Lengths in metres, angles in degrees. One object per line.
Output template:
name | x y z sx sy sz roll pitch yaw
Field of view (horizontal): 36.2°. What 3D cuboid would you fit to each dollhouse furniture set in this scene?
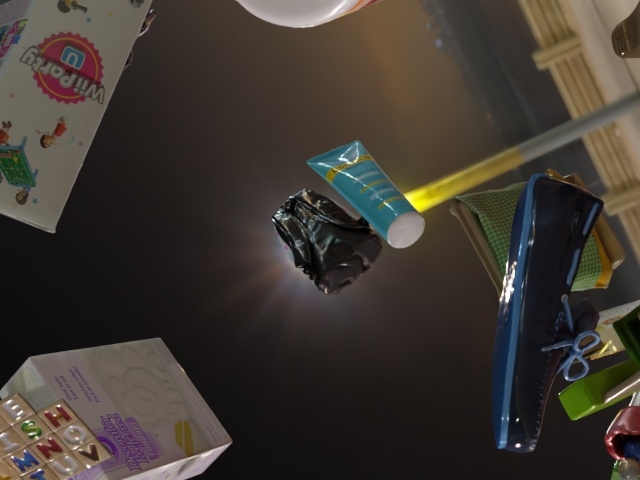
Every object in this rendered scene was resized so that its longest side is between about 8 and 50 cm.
dollhouse furniture set | 0.320 0.025 1.138 0.197 0.151 0.301 -13 -113 -34

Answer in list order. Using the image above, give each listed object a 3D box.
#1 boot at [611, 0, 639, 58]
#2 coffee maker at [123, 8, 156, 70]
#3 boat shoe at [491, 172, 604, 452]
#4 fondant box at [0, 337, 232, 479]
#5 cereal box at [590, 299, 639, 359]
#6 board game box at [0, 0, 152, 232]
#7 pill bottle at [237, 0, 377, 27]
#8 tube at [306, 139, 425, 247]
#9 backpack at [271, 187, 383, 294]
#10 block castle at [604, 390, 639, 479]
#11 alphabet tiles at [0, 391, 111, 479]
boot | 0.414 -0.227 0.943 0.248 0.207 0.090 -105 2 -83
coffee maker | -0.383 -0.392 1.706 0.171 0.120 0.178 44 -159 -23
boat shoe | 0.208 0.062 0.871 0.109 0.089 0.258 90 -168 -76
fondant box | -0.323 0.291 1.600 0.238 0.096 0.330 51 -157 18
cereal box | 0.538 0.118 1.551 0.173 0.240 0.047 -19 -90 -73
board game box | -0.260 -0.173 0.914 0.097 0.303 0.224 25 174 -30
pill bottle | 0.058 -0.394 1.136 0.392 0.224 0.224 -36 -78 -50
tube | 0.061 -0.066 1.255 0.207 0.080 0.052 -129 27 -47
backpack | 0.000 0.000 1.638 0.182 0.152 0.115 41 161 39
block castle | 0.563 0.424 1.460 0.213 0.303 0.453 -52 -30 -37
alphabet tiles | -0.413 0.303 1.312 0.198 0.237 0.009 59 -173 -31
